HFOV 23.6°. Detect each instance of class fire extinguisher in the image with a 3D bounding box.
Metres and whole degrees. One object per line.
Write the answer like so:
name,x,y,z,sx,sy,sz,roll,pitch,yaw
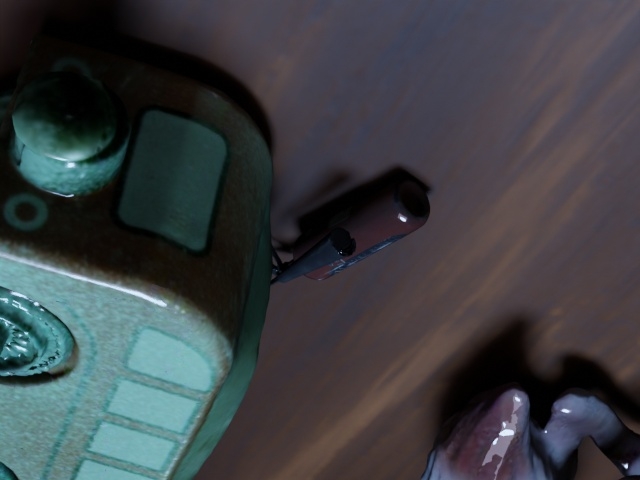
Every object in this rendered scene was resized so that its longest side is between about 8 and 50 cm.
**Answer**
fire extinguisher,0.003,0.006,0.704,0.032,0.046,0.100,44,132,-19

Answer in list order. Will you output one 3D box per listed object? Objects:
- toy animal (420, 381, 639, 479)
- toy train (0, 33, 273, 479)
toy animal,0.104,0.158,0.842,0.195,0.090,0.324,31,137,-25
toy train,-0.116,0.042,0.714,0.159,0.129,0.326,16,144,-10
